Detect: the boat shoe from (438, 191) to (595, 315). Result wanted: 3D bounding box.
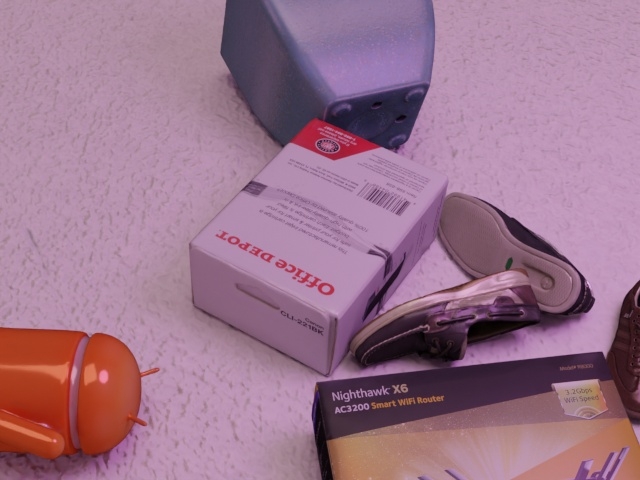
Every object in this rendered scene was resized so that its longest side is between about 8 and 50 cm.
[{"bbox_3d":[0.234,0.018,1.221,0.079,0.084,0.233,10,23,-48],"label":"boat shoe"}]

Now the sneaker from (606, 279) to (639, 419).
[{"bbox_3d":[0.363,0.112,1.125,0.066,0.071,0.188,12,46,8],"label":"sneaker"}]

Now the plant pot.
[{"bbox_3d":[0.023,-0.253,1.353,0.247,0.248,0.252,-13,64,-17],"label":"plant pot"}]

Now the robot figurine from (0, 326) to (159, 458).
[{"bbox_3d":[-0.278,0.154,1.004,0.219,0.158,0.128,3,78,-1],"label":"robot figurine"}]

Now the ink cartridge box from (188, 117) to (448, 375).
[{"bbox_3d":[0.000,0.000,1.181,0.197,0.114,0.273,26,49,19],"label":"ink cartridge box"}]

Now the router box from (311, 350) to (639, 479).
[{"bbox_3d":[0.160,0.243,0.963,0.308,0.081,0.243,-5,52,-9],"label":"router box"}]

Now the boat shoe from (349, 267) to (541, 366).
[{"bbox_3d":[0.145,0.099,1.116,0.223,0.080,0.073,-20,65,-11],"label":"boat shoe"}]
